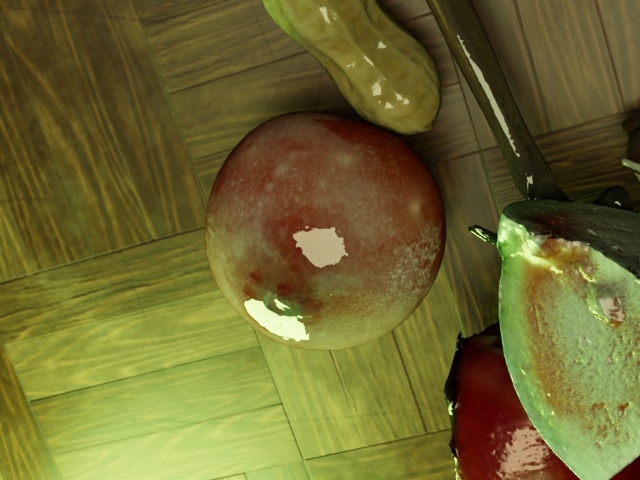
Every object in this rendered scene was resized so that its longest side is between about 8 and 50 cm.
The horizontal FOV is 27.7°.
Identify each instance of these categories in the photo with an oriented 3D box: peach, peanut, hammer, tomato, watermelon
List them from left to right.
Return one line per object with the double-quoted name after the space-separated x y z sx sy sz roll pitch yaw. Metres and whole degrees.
0.000 0.000 1.423 0.270 0.227 0.270 12 134 13 "tomato"
0.035 -0.225 1.400 0.111 0.125 0.274 -42 98 6 "peanut"
0.165 -0.190 1.362 0.168 0.044 0.440 -24 89 -6 "hammer"
0.263 0.255 1.459 0.201 0.258 0.362 -1 106 18 "peach"
0.301 0.101 1.258 0.319 0.213 0.290 20 87 -16 "watermelon"

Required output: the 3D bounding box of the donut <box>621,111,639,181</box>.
0.480 0.003 1.396 0.259 0.136 0.345 -10 109 18 "donut"
